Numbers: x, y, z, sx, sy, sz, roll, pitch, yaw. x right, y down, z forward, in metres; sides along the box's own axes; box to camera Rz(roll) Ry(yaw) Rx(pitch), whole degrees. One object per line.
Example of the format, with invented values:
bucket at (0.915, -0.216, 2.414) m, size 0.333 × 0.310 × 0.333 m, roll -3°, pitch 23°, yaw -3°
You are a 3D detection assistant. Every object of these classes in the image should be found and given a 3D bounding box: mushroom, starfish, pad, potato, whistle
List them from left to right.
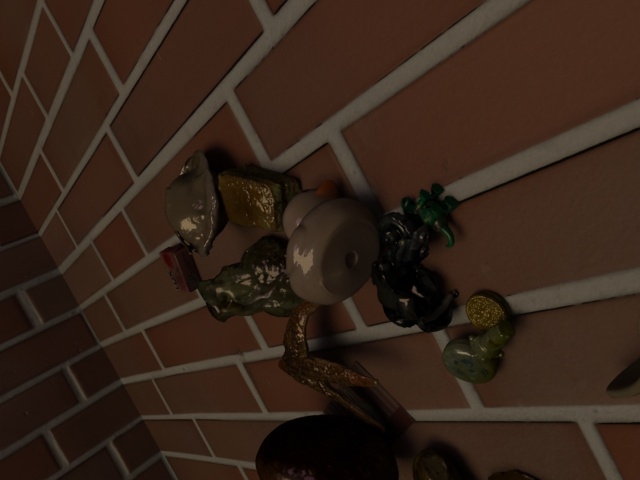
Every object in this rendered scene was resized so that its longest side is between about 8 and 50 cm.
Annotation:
starfish at (0.007, 0.308, 1.330) m, size 0.384 × 0.132 × 0.397 m, roll 28°, pitch 134°, yaw 29°
mushroom at (0.020, 0.546, 1.297) m, size 0.345 × 0.345 × 0.238 m, roll 36°, pitch 125°, yaw 26°
pad at (0.115, 0.461, 1.397) m, size 0.202 × 0.005 × 0.299 m, roll 43°, pitch 138°, yaw 19°
potato at (0.280, 0.585, 1.207) m, size 0.251 × 0.113 × 0.149 m, roll 61°, pitch 163°, yaw -8°
whistle at (0.297, 0.200, 0.986) m, size 0.104 × 0.057 × 0.198 m, roll 29°, pitch 141°, yaw 7°

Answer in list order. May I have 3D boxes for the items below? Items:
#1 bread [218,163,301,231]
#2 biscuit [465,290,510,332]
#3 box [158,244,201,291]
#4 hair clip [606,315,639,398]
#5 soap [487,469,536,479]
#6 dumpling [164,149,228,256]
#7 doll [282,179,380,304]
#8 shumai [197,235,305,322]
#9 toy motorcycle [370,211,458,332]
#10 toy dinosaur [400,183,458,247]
bread at (-0.144, -0.097, 1.252) m, size 0.196 × 0.102 × 0.138 m, roll 21°, pitch 130°, yaw 36°
biscuit at (0.306, 0.132, 0.974) m, size 0.084 × 0.023 × 0.083 m, roll 26°, pitch 130°, yaw 35°
box at (-0.456, 0.092, 1.738) m, size 0.111 × 0.060 × 0.156 m, roll -2°, pitch 110°, yaw 49°
hair clip at (0.478, 0.169, 0.716) m, size 0.113 × 0.173 × 0.281 m, roll 38°, pitch 146°, yaw 36°
soap at (0.407, 0.587, 1.110) m, size 0.140 × 0.073 × 0.231 m, roll 11°, pitch 120°, yaw 41°
dumpling at (-0.295, -0.099, 1.375) m, size 0.205 × 0.163 × 0.292 m, roll -38°, pitch 54°, yaw 22°
doll at (0.000, 0.000, 1.095) m, size 0.221 × 0.221 × 0.250 m, roll 19°, pitch 100°, yaw 39°
shumai at (-0.163, 0.124, 1.334) m, size 0.272 × 0.204 × 0.222 m, roll -20°, pitch 98°, yaw 47°
toy motorcycle at (0.178, 0.077, 1.009) m, size 0.159 × 0.106 × 0.270 m, roll 27°, pitch 138°, yaw 38°
toy dinosaur at (0.199, -0.043, 0.962) m, size 0.132 × 0.059 × 0.096 m, roll 54°, pitch 150°, yaw 20°
